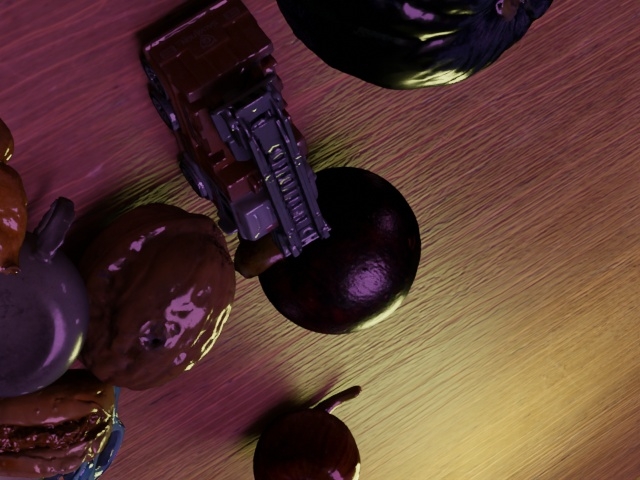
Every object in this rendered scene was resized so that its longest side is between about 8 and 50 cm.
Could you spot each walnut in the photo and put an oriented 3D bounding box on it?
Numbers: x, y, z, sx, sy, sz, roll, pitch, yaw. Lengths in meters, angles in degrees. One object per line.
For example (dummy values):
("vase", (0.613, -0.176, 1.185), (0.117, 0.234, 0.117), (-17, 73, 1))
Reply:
("walnut", (-0.202, 0.068, 1.807), (0.245, 0.198, 0.198), (-53, 149, 13))

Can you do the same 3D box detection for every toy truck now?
("toy truck", (-0.079, -0.104, 1.721), (0.133, 0.184, 0.338), (-33, 150, -11))

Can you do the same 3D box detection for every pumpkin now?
("pumpkin", (0.117, -0.326, 1.547), (0.363, 0.266, 0.363), (-36, 159, -16))

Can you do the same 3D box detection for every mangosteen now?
("mangosteen", (0.000, 0.000, 1.951), (0.265, 0.228, 0.228), (28, 113, -22))

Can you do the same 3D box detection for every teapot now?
("teapot", (-0.351, 0.076, 1.679), (0.193, 0.129, 0.294), (30, 103, -16))

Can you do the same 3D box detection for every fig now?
("fig", (-0.018, 0.332, 2.446), (0.175, 0.207, 0.175), (2, 130, 2))

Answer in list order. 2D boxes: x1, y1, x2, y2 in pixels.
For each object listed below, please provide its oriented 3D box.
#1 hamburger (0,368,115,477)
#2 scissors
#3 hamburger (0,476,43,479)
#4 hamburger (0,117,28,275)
("hamburger", (-0.344, 0.216, 1.819), (0.214, 0.214, 0.108), (-6, 95, -45))
("scissors", (-0.298, 0.220, 2.030), (0.180, 0.032, 0.393), (-43, 158, -52))
("hamburger", (-0.417, 0.297, 2.002), (0.140, 0.062, 0.133), (0, 130, -47))
("hamburger", (-0.404, -0.066, 1.375), (0.162, 0.330, 0.209), (4, 87, -42))
